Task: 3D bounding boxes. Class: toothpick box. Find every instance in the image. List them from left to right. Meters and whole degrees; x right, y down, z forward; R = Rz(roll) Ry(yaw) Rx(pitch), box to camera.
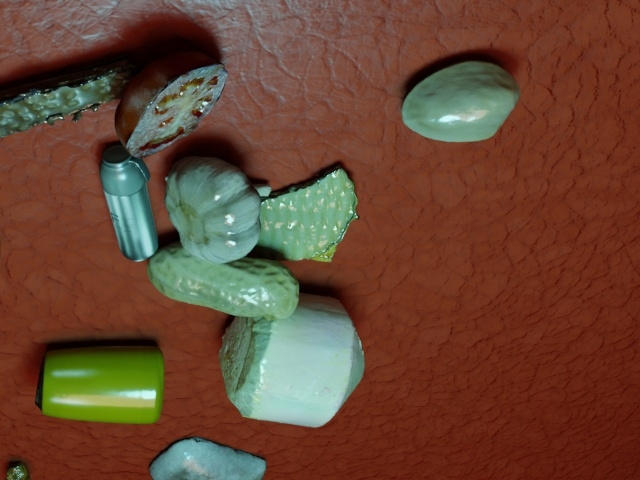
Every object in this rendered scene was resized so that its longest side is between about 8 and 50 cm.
[{"bbox_3d":[-0.490,0.318,2.064,0.271,0.175,0.175,4,133,-15],"label":"toothpick box"}]

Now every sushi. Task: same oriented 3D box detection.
[{"bbox_3d":[-0.767,0.600,2.347,0.060,0.061,0.118,-29,134,-24],"label":"sushi"}]

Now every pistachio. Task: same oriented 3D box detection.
[{"bbox_3d":[0.262,-0.254,1.734,0.223,0.126,0.152,-15,103,6],"label":"pistachio"}]

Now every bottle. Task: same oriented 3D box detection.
[{"bbox_3d":[-0.358,-0.067,1.771,0.096,0.079,0.254,8,136,10],"label":"bottle"}]

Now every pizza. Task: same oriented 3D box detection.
[{"bbox_3d":[0.000,0.000,1.983,0.123,0.026,0.108,25,121,-34],"label":"pizza"}]

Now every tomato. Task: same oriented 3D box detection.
[{"bbox_3d":[-0.261,-0.244,1.574,0.225,0.085,0.225,-39,168,-10],"label":"tomato"}]

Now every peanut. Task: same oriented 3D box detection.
[{"bbox_3d":[-0.194,0.076,1.890,0.313,0.152,0.152,16,132,2],"label":"peanut"}]

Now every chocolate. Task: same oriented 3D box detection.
[{"bbox_3d":[-0.465,-0.244,1.583,0.329,0.065,0.102,-15,151,1],"label":"chocolate"},{"bbox_3d":[-0.298,0.632,2.494,0.303,0.100,0.185,27,125,-32],"label":"chocolate"}]

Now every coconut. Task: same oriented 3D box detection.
[{"bbox_3d":[-0.049,0.262,2.062,0.309,0.297,0.297,14,129,-25],"label":"coconut"}]

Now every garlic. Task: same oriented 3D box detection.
[{"bbox_3d":[-0.177,-0.078,1.775,0.212,0.218,0.219,-32,151,-41],"label":"garlic"}]

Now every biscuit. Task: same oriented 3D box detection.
[{"bbox_3d":[-0.044,-0.037,1.908,0.273,0.036,0.187,-21,125,6],"label":"biscuit"}]
